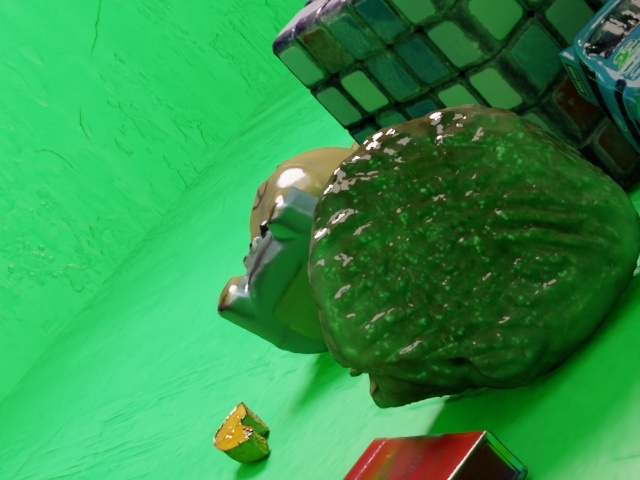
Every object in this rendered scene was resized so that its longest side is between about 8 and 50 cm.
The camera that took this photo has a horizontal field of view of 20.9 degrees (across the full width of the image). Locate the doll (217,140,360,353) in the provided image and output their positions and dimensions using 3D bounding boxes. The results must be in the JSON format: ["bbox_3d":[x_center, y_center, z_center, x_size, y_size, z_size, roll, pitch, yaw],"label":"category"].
[{"bbox_3d":[0.000,0.000,1.835,0.260,0.162,0.177,-80,16,-67],"label":"doll"}]

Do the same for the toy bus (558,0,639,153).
[{"bbox_3d":[0.320,-0.184,1.416,0.246,0.113,0.134,-46,45,-7],"label":"toy bus"}]

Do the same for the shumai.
[{"bbox_3d":[0.116,0.010,1.379,0.261,0.225,0.222,-27,-5,5],"label":"shumai"}]

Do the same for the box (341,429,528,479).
[{"bbox_3d":[0.063,0.195,1.249,0.112,0.048,0.175,-51,14,-22],"label":"box"}]

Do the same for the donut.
[{"bbox_3d":[-0.070,0.193,1.713,0.067,0.038,0.083,-48,18,-28],"label":"donut"}]

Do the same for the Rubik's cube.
[{"bbox_3d":[0.184,-0.206,1.630,0.292,0.287,0.293,-51,14,-27],"label":"Rubik's cube"}]
